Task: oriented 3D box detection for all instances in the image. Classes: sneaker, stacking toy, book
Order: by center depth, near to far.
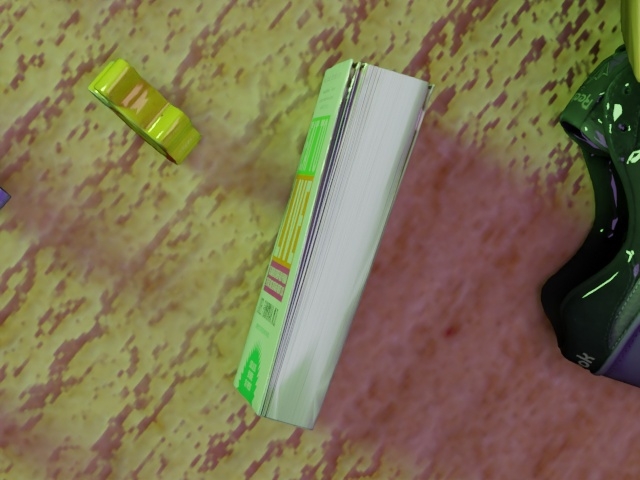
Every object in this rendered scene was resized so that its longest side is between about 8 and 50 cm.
[{"bbox_3d":[-0.181,-0.055,0.689,0.221,0.052,0.167,43,85,-16],"label":"stacking toy"},{"bbox_3d":[0.000,0.000,0.709,0.035,0.096,0.144,16,90,-11],"label":"book"},{"bbox_3d":[0.173,-0.071,0.733,0.124,0.107,0.283,13,92,-4],"label":"sneaker"}]

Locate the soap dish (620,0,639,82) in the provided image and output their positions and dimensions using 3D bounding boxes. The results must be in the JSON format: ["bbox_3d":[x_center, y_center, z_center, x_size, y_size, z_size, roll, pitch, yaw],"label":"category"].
[{"bbox_3d":[0.212,-0.197,0.614,0.229,0.118,0.291,-1,90,-10],"label":"soap dish"}]
